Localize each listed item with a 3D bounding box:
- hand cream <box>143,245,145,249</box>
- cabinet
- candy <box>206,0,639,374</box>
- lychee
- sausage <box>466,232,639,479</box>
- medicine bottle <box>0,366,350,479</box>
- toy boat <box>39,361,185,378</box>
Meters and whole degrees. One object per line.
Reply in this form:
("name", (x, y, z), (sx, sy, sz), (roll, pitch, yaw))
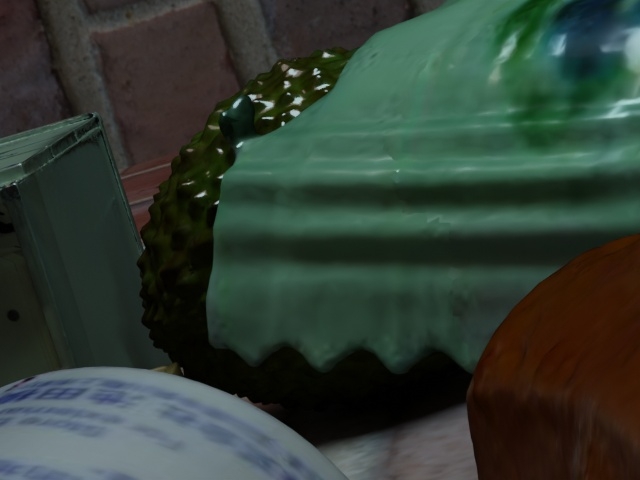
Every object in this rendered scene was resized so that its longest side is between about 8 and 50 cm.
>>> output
("hand cream", (-0.123, 0.036, 1.234), (0.205, 0.050, 0.078), (-26, 12, -31))
("cabinet", (-0.173, 0.034, 0.975), (0.145, 0.150, 0.206), (-15, 9, 7))
("candy", (0.187, -0.017, 0.694), (0.263, 0.172, 0.398), (4, 0, 42))
("lychee", (0.000, 0.000, 0.852), (0.171, 0.171, 0.171), (-16, 8, 2))
("sausage", (0.102, 0.056, 0.347), (0.133, 0.133, 0.258), (-17, 7, -4))
("medicine bottle", (-0.087, 0.123, 0.251), (0.130, 0.130, 0.341), (-14, 8, 20))
("toy boat", (-0.095, 0.086, 0.737), (0.064, 0.072, 0.206), (-16, 7, 17))
